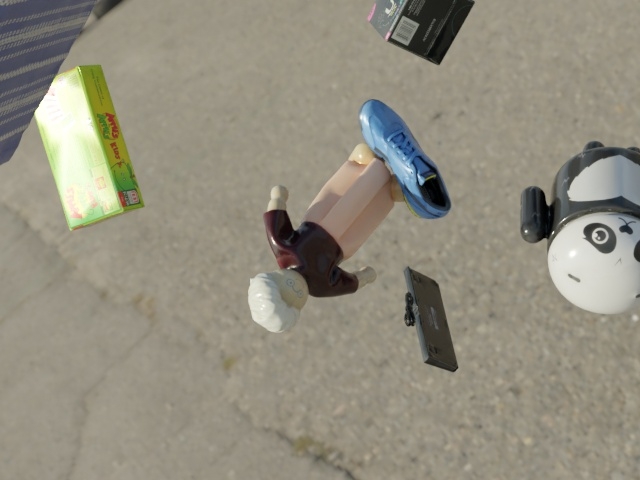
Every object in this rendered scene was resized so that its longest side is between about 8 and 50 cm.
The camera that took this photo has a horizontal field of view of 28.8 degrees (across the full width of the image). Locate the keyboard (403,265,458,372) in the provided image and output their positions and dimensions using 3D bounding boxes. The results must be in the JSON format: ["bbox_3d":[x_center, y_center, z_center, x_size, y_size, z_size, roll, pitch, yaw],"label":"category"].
[{"bbox_3d":[0.168,0.126,2.036,0.023,0.108,0.180,-36,47,30],"label":"keyboard"}]

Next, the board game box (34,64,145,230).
[{"bbox_3d":[-0.285,-0.112,1.516,0.092,0.181,0.043,-17,0,33],"label":"board game box"}]

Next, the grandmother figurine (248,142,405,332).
[{"bbox_3d":[0.000,0.000,1.860,0.342,0.208,0.104,-53,2,-33],"label":"grandmother figurine"}]

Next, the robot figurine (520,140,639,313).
[{"bbox_3d":[0.412,-0.024,1.783,0.209,0.173,0.278,-22,33,30],"label":"robot figurine"}]

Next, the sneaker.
[{"bbox_3d":[0.134,-0.126,1.884,0.069,0.209,0.082,-34,8,-18],"label":"sneaker"}]

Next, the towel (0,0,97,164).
[{"bbox_3d":[-0.218,-0.175,0.932,0.336,0.040,0.243,-57,2,18],"label":"towel"}]

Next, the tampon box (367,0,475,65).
[{"bbox_3d":[0.159,-0.375,2.032,0.120,0.101,0.161,-62,20,15],"label":"tampon box"}]
